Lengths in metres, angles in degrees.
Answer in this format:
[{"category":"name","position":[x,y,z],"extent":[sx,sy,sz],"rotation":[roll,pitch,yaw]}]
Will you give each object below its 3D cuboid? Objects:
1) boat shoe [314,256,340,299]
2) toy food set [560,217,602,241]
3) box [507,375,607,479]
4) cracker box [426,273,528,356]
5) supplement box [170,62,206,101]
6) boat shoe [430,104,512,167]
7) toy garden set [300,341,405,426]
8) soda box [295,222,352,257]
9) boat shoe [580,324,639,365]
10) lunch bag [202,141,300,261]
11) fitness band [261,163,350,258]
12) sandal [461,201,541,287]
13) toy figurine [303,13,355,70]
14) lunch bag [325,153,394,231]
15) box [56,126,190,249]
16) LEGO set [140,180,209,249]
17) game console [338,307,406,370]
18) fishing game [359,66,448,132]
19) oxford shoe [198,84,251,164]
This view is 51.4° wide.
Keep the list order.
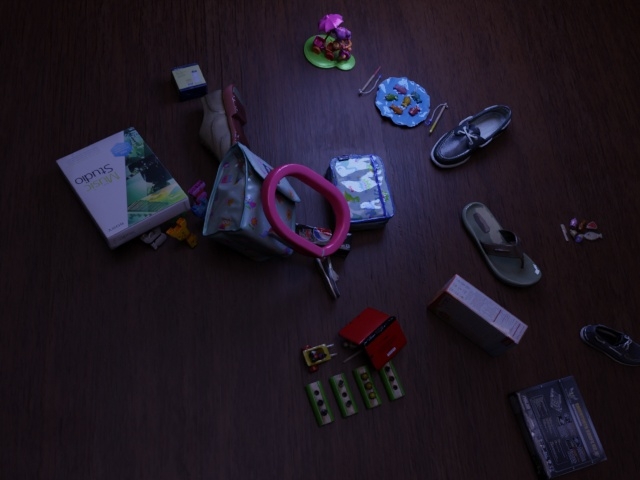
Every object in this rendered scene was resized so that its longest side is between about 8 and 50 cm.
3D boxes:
[{"category":"boat shoe","position":[0.027,0.097,1.818],"extent":[0.043,0.049,0.137],"rotation":[-17,67,-19]},{"category":"toy food set","position":[0.801,-0.034,2.033],"extent":[0.122,0.019,0.078],"rotation":[-8,69,-14]},{"category":"box","position":[0.624,0.492,1.758],"extent":[0.183,0.056,0.231],"rotation":[-12,71,-16]},{"category":"cracker box","position":[0.417,0.205,1.785],"extent":[0.232,0.155,0.067],"rotation":[37,65,5]},{"category":"supplement box","position":[-0.390,-0.469,1.969],"extent":[0.083,0.056,0.083],"rotation":[-19,72,-17]},{"category":"boat shoe","position":[0.467,-0.330,2.054],"extent":[0.302,0.091,0.114],"rotation":[-37,78,-22]},{"category":"toy garden set","position":[0.077,0.342,1.721],"extent":[0.244,0.049,0.203],"rotation":[-16,71,-17]},{"category":"soda box","position":[0.000,0.000,1.844],"extent":[0.169,0.060,0.053],"rotation":[10,66,-7]},{"category":"boat shoe","position":[0.843,0.295,1.878],"extent":[0.206,0.065,0.075],"rotation":[24,65,0]},{"category":"lunch bag","position":[-0.172,-0.103,1.756],"extent":[0.160,0.223,0.262],"rotation":[-9,64,34]},{"category":"fitness band","position":[-0.036,-0.075,1.726],"extent":[0.291,0.054,0.209],"rotation":[32,67,-35]},{"category":"sandal","position":[0.520,0.011,1.924],"extent":[0.120,0.086,0.302],"rotation":[-33,77,-21]},{"category":"toy figurine","position":[0.043,-0.624,2.060],"extent":[0.173,0.159,0.130],"rotation":[26,65,0]},{"category":"lunch bag","position":[0.115,-0.140,1.912],"extent":[0.176,0.090,0.219],"rotation":[-4,69,-15]},{"category":"box","position":[-0.526,-0.148,1.765],"extent":[0.232,0.058,0.322],"rotation":[-31,62,-21]},{"category":"LEGO set","position":[-0.360,-0.042,1.789],"extent":[0.087,0.093,0.227],"rotation":[29,66,37]},{"category":"game console","position":[0.139,0.259,1.760],"extent":[0.144,0.085,0.124],"rotation":[-35,102,-39]},{"category":"fishing game","position":[0.261,-0.444,2.093],"extent":[0.264,0.041,0.189],"rotation":[33,63,4]},{"category":"oxford shoe","position":[-0.274,-0.269,1.896],"extent":[0.130,0.123,0.348],"rotation":[-12,69,12]}]
